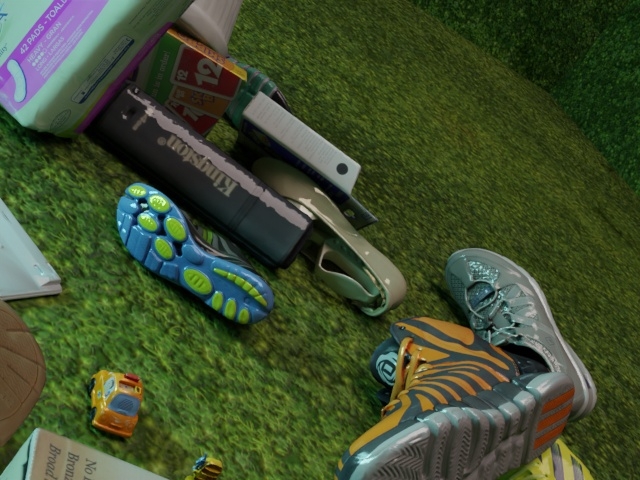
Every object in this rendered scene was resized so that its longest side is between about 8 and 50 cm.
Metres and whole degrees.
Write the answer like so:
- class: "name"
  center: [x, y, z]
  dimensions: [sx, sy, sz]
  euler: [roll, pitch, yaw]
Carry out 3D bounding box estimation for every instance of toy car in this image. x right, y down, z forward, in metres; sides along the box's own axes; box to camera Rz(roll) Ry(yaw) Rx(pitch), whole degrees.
- class: "toy car"
  center: [-0.123, 0.139, 0.744]
  dimensions: [0.122, 0.040, 0.060]
  euler: [34, 24, -13]

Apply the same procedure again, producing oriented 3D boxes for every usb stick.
- class: "usb stick"
  center: [-0.132, -0.072, 1.078]
  dimensions: [0.278, 0.077, 0.045]
  euler: [37, -12, -5]

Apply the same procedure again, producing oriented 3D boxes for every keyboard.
- class: "keyboard"
  center: [-0.317, -0.045, 0.827]
  dimensions: [0.256, 0.014, 0.072]
  euler: [48, 29, 19]

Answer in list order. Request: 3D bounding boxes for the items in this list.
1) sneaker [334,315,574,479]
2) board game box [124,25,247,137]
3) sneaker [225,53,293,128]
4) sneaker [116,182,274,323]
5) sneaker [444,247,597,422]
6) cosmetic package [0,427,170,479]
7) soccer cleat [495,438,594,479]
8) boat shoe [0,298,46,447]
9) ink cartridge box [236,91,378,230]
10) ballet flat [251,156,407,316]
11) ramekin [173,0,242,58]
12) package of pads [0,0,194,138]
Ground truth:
- class: "sneaker"
  center: [0.092, 0.170, 0.936]
  dimensions: [0.180, 0.125, 0.321]
  euler: [27, 24, 38]
- class: "board game box"
  center: [-0.226, -0.212, 1.120]
  dimensions: [0.259, 0.124, 0.039]
  euler: [31, 26, -21]
- class: "sneaker"
  center: [-0.110, -0.221, 1.373]
  dimensions: [0.223, 0.083, 0.098]
  euler: [43, 18, 8]
- class: "sneaker"
  center: [-0.126, 0.017, 0.954]
  dimensions: [0.188, 0.067, 0.078]
  euler: [38, 2, 0]
- class: "sneaker"
  center: [0.256, 0.117, 1.278]
  dimensions: [0.115, 0.105, 0.281]
  euler: [6, 40, -53]
- class: "cosmetic package"
  center: [-0.062, 0.245, 0.531]
  dimensions: [0.296, 0.129, 0.153]
  euler: [29, 24, -24]
- class: "soccer cleat"
  center: [0.238, 0.290, 0.954]
  dimensions: [0.121, 0.093, 0.289]
  euler: [8, 39, -47]
- class: "boat shoe"
  center: [-0.247, 0.122, 0.526]
  dimensions: [0.103, 0.092, 0.285]
  euler: [54, 18, -13]
- class: "ink cartridge box"
  center: [-0.012, -0.094, 1.222]
  dimensions: [0.208, 0.045, 0.206]
  euler: [39, -7, -4]
- class: "ballet flat"
  center: [0.000, 0.000, 1.149]
  dimensions: [0.248, 0.086, 0.086]
  euler: [41, 23, 1]
- class: "ramekin"
  center: [-0.217, -0.334, 1.201]
  dimensions: [0.273, 0.127, 0.273]
  euler: [26, -8, 4]
- class: "package of pads"
  center: [-0.301, -0.276, 0.993]
  dimensions: [0.296, 0.229, 0.101]
  euler: [47, 14, 11]
